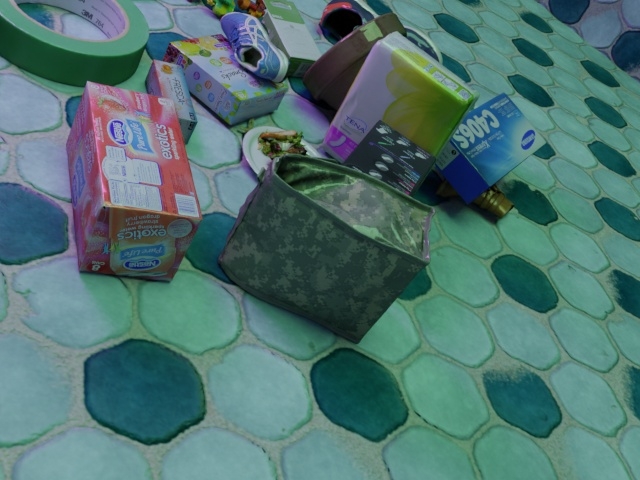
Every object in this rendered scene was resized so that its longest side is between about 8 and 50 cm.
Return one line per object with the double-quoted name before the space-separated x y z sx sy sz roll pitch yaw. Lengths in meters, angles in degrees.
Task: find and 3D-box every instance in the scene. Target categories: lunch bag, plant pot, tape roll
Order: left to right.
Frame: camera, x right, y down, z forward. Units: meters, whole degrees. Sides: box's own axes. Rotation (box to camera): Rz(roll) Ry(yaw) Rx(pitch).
"tape roll" -0.498 -0.426 1.597 0.321 0.077 0.321 21 36 -17
"lunch bag" 0.000 0.000 1.326 0.287 0.235 0.169 25 41 -11
"plant pot" 0.127 -0.343 1.853 0.229 0.263 0.263 54 38 2

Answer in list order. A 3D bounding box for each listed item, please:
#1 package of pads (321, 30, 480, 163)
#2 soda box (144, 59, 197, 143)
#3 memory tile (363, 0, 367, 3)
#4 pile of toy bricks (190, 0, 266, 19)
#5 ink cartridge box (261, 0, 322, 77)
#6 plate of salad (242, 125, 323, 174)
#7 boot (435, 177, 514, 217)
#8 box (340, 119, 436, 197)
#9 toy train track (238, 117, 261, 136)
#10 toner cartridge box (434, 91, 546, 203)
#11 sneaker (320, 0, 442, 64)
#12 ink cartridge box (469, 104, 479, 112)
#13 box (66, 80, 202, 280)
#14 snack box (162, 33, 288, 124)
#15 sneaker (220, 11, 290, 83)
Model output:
"package of pads" 0.154 -0.248 1.687 0.229 0.296 0.101 39 38 10
"soda box" -0.289 -0.268 1.581 0.063 0.058 0.183 8 42 -30
"memory tile" 0.088 -0.739 2.472 0.113 0.012 0.148 8 42 -30
"pile of toy bricks" -0.226 -0.577 1.983 0.212 0.118 0.105 25 73 -27
"ink cartridge box" -0.082 -0.487 1.973 0.109 0.062 0.209 -1 56 -40
"plate of salad" -0.059 -0.162 1.629 0.200 0.048 0.200 22 39 -20
"boot" 0.356 -0.103 1.867 0.152 0.073 0.197 46 40 12
"box" 0.092 -0.087 1.561 0.143 0.165 0.270 34 35 2
"toy train track" -0.144 -0.228 1.684 0.048 0.014 0.083 16 32 -11
"toner cartridge box" 0.380 -0.218 1.879 0.165 0.075 0.348 52 41 4
"sneaker" 0.151 -0.518 2.172 0.350 0.131 0.148 31 41 8
"ink cartridge box" 0.316 -0.307 2.059 0.219 0.092 0.160 37 36 7
"box" -0.302 -0.096 1.291 0.154 0.142 0.300 8 41 -30
"snack box" -0.199 -0.342 1.724 0.207 0.070 0.174 41 35 13
"sneaker" -0.149 -0.412 1.718 0.081 0.080 0.211 -5 44 -50
